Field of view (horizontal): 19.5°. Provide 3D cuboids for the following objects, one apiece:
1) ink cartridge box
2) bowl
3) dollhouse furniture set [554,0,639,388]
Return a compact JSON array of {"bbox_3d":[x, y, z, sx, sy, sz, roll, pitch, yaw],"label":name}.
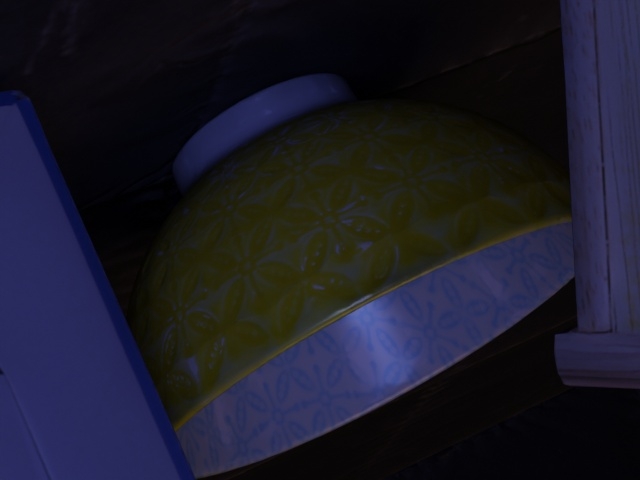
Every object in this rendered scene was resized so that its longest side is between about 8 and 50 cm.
[{"bbox_3d":[-0.233,0.147,0.897,0.151,0.270,0.395,-8,155,-41],"label":"ink cartridge box"},{"bbox_3d":[0.000,0.000,1.055,0.289,0.156,0.289,-27,166,-7],"label":"bowl"},{"bbox_3d":[0.244,-0.104,0.649,0.362,0.256,0.394,0,-174,35],"label":"dollhouse furniture set"}]
